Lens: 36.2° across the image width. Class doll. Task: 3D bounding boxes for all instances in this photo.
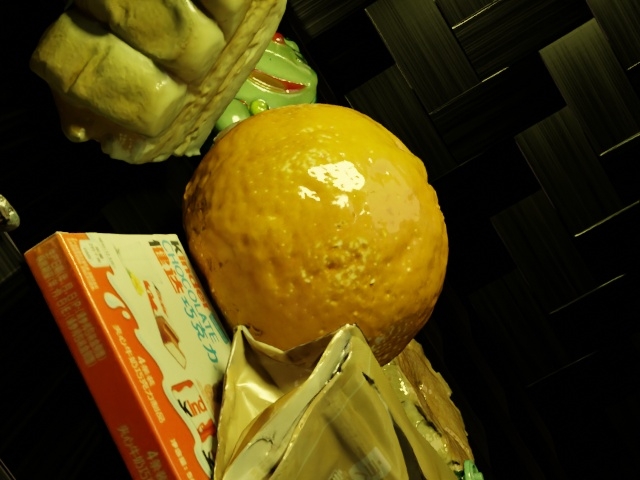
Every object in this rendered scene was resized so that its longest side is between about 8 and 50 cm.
[{"bbox_3d":[-0.110,-0.206,1.515,0.198,0.186,0.322,26,41,-11],"label":"doll"}]

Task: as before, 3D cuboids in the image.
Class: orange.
[{"bbox_3d":[0.000,0.000,1.171,0.340,0.293,0.340,63,-2,3],"label":"orange"}]

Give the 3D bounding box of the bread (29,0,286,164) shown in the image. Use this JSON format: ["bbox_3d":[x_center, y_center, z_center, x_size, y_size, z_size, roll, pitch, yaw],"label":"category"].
[{"bbox_3d":[-0.171,-0.267,1.102,0.210,0.341,0.300,37,19,3],"label":"bread"}]

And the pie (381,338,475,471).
[{"bbox_3d":[0.172,0.287,1.713,0.339,0.083,0.339,53,17,-24],"label":"pie"}]

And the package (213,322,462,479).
[{"bbox_3d":[0.036,0.236,0.975,0.221,0.165,0.311,-89,158,-49],"label":"package"}]

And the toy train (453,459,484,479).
[{"bbox_3d":[0.193,0.432,1.455,0.285,0.116,0.177,8,66,-75],"label":"toy train"}]

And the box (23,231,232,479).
[{"bbox_3d":[-0.146,0.119,0.950,0.273,0.048,0.265,61,12,6],"label":"box"}]

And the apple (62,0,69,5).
[{"bbox_3d":[-0.265,-0.372,1.265,0.174,0.188,0.188,48,14,-3],"label":"apple"}]

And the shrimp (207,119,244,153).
[{"bbox_3d":[-0.087,-0.044,1.360,0.059,0.145,0.254,-84,167,-64],"label":"shrimp"}]

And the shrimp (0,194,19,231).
[{"bbox_3d":[-0.289,-0.039,0.812,0.092,0.029,0.038,50,24,-19],"label":"shrimp"}]
